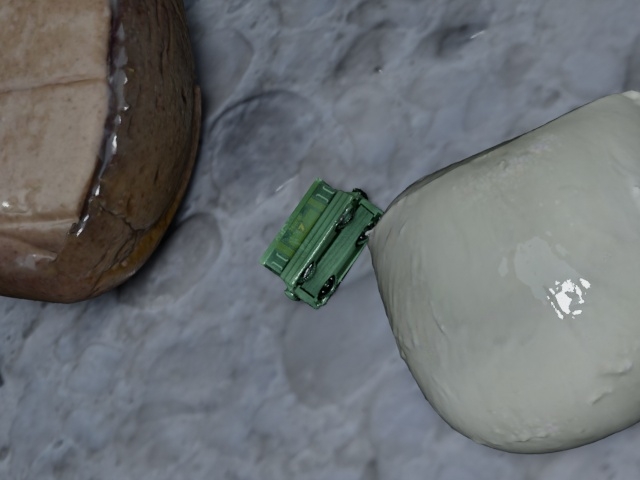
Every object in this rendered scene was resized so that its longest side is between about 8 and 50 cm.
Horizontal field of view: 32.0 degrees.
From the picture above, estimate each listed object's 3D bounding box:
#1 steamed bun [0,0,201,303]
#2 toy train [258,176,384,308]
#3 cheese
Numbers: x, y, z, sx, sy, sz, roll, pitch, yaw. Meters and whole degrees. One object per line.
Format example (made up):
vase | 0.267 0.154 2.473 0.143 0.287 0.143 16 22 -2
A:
steamed bun | -0.216 -0.093 0.900 0.252 0.199 0.301 2 77 17
toy train | 0.000 0.000 0.801 0.056 0.038 0.093 33 87 46
cheese | 0.127 0.022 0.629 0.198 0.154 0.189 -25 61 21
